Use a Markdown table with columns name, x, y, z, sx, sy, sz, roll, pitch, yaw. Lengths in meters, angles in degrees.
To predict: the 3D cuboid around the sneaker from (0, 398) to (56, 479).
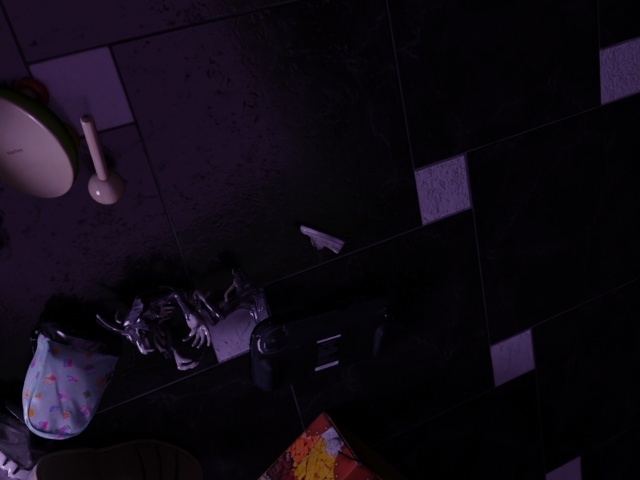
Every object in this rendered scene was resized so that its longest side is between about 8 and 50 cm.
| name | x | y | z | sx | sy | sz | roll | pitch | yaw |
| --- | --- | --- | --- | --- | --- | --- | --- | --- | --- |
| sneaker | -0.539 | 0.301 | 0.984 | 0.106 | 0.078 | 0.234 | -38 | 121 | -10 |

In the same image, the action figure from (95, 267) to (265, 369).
| name | x | y | z | sx | sy | sz | roll | pitch | yaw |
| --- | --- | --- | --- | --- | --- | --- | --- | --- | --- |
| action figure | -0.231 | 0.140 | 1.011 | 0.276 | 0.164 | 0.140 | -14 | 72 | -25 |

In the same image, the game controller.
| name | x | y | z | sx | sy | sz | roll | pitch | yaw |
| --- | --- | --- | --- | --- | --- | --- | --- | --- | --- |
| game controller | 0.008 | 0.197 | 1.167 | 0.319 | 0.067 | 0.166 | -11 | 129 | -28 |

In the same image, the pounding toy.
| name | x | y | z | sx | sy | sz | roll | pitch | yaw |
| --- | --- | --- | --- | --- | --- | --- | --- | --- | --- |
| pounding toy | -0.395 | -0.160 | 0.864 | 0.237 | 0.110 | 0.182 | 14 | 138 | 9 |

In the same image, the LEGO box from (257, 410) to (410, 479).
| name | x | y | z | sx | sy | sz | roll | pitch | yaw |
| --- | --- | --- | --- | --- | --- | --- | --- | --- | --- |
| LEGO box | 0.063 | 0.676 | 1.288 | 0.372 | 0.193 | 0.500 | -46 | 118 | -3 |

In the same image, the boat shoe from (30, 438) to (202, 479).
| name | x | y | z | sx | sy | sz | roll | pitch | yaw |
| --- | --- | --- | --- | --- | --- | --- | --- | --- | --- |
| boat shoe | -0.375 | 0.444 | 1.088 | 0.303 | 0.113 | 0.103 | 13 | 125 | -30 |

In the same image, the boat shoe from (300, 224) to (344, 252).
| name | x | y | z | sx | sy | sz | roll | pitch | yaw |
| --- | --- | --- | --- | --- | --- | --- | --- | --- | --- |
| boat shoe | 0.000 | 0.000 | 1.131 | 0.100 | 0.035 | 0.035 | 22 | 95 | -34 |

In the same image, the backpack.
| name | x | y | z | sx | sy | sz | roll | pitch | yaw |
| --- | --- | --- | --- | --- | --- | --- | --- | --- | --- |
| backpack | -0.421 | 0.231 | 0.970 | 0.152 | 0.115 | 0.181 | 21 | 81 | -21 |
